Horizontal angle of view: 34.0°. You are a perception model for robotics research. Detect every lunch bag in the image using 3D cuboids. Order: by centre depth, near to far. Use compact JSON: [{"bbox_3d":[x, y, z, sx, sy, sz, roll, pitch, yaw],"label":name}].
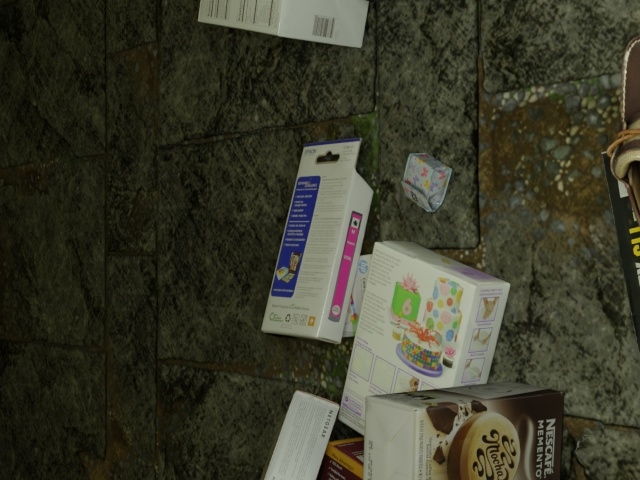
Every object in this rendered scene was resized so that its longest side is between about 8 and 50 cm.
[{"bbox_3d":[0.175,-0.097,1.766,0.071,0.053,0.083,41,129,43],"label":"lunch bag"}]

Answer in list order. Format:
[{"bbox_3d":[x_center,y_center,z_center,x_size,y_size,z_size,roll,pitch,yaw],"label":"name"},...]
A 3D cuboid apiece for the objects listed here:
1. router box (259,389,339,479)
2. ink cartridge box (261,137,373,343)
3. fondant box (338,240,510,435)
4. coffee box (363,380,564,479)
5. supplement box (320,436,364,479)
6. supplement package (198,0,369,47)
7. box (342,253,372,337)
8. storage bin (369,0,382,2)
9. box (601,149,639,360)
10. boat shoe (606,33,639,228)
[{"bbox_3d":[-0.075,0.461,1.817,0.301,0.082,0.335,109,180,-65],"label":"router box"},{"bbox_3d":[0.000,0.000,1.921,0.175,0.069,0.371,1,77,53],"label":"ink cartridge box"},{"bbox_3d":[0.165,0.191,1.742,0.238,0.096,0.330,25,109,47],"label":"fondant box"},{"bbox_3d":[0.212,0.304,1.528,0.119,0.297,0.168,3,93,53],"label":"coffee box"},{"bbox_3d":[0.099,0.463,1.790,0.191,0.129,0.194,24,107,48],"label":"supplement box"},{"bbox_3d":[-0.064,-0.477,1.937,0.262,0.199,0.198,22,107,48],"label":"supplement package"},{"bbox_3d":[0.046,0.107,1.927,0.186,0.038,0.145,-10,82,48],"label":"box"},{"bbox_3d":[0.137,-0.472,1.795,0.091,0.098,0.135,12,100,21],"label":"storage bin"},{"bbox_3d":[0.514,0.005,1.345,0.257,0.079,0.322,-21,74,49],"label":"box"},{"bbox_3d":[0.425,-0.105,1.297,0.123,0.123,0.342,-14,79,48],"label":"boat shoe"}]
